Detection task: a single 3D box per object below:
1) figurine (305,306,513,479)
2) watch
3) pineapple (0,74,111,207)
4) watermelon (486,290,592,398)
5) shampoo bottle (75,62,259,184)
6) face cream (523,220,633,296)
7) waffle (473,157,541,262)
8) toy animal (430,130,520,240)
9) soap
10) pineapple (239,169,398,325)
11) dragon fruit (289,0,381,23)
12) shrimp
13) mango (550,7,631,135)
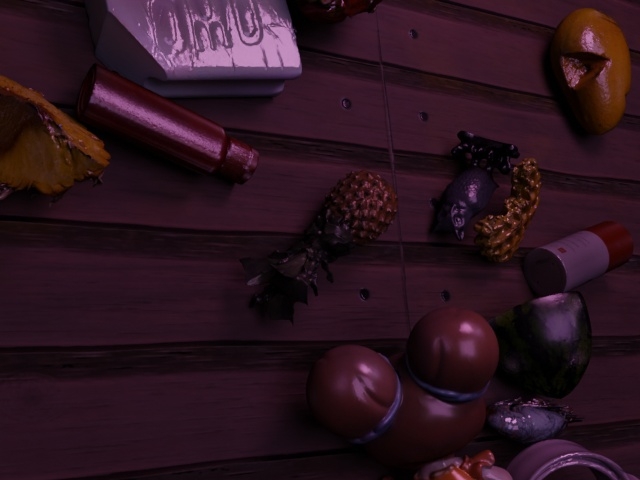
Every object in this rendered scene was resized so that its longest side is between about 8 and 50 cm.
[{"bbox_3d":[0.160,0.313,1.082,0.277,0.248,0.387,-20,76,-3],"label":"figurine"},{"bbox_3d":[0.401,0.452,1.195,0.232,0.196,0.244,22,86,-6],"label":"watch"},{"bbox_3d":[-0.391,-0.116,0.972,0.250,0.140,0.164,25,105,-6],"label":"pineapple"},{"bbox_3d":[0.361,0.173,1.304,0.146,0.137,0.192,5,95,-31],"label":"watermelon"},{"bbox_3d":[-0.211,-0.155,1.083,0.260,0.064,0.102,24,35,-29],"label":"shampoo bottle"},{"bbox_3d":[0.490,0.033,1.439,0.214,0.096,0.095,-18,85,-34],"label":"face cream"},{"bbox_3d":[0.341,-0.049,1.353,0.194,0.051,0.149,-59,147,-9],"label":"waffle"},{"bbox_3d":[0.262,-0.086,1.364,0.210,0.121,0.117,-60,153,-12],"label":"toy animal"},{"bbox_3d":[-0.185,-0.307,1.138,0.290,0.095,0.172,-8,79,-32],"label":"soap"},{"bbox_3d":[0.000,0.000,1.148,0.130,0.119,0.277,34,53,16],"label":"pineapple"},{"bbox_3d":[0.027,-0.499,1.246,0.250,0.250,0.314,17,85,-26],"label":"dragon fruit"},{"bbox_3d":[0.375,0.311,1.306,0.233,0.079,0.090,7,108,-31],"label":"shrimp"},{"bbox_3d":[0.564,-0.349,1.579,0.167,0.130,0.261,-17,89,-31],"label":"mango"}]
